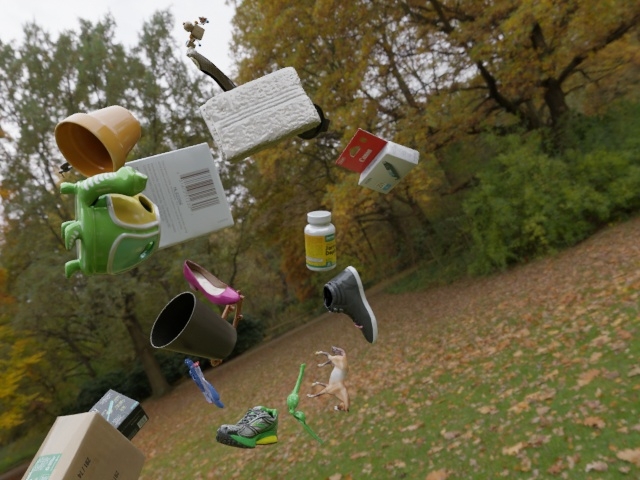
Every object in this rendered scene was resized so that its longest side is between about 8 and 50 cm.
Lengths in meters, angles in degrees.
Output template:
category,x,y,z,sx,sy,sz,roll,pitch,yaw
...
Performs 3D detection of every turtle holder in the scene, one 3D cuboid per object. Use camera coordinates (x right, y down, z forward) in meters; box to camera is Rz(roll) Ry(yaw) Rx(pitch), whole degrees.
category,x,y,z,sx,sy,sz,roll,pitch,yaw
turtle holder,-0.546,-0.060,1.189,0.227,0.320,0.243,-3,24,-31

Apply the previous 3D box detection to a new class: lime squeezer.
category,x,y,z,sx,sy,sz,roll,pitch,yaw
lime squeezer,-0.073,0.645,1.748,0.059,0.310,0.110,-20,-8,39

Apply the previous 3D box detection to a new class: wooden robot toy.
category,x,y,z,sx,sy,sz,roll,pitch,yaw
wooden robot toy,-0.457,-0.731,1.597,0.076,0.173,0.079,9,-10,46

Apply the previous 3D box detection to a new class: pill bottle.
category,x,y,z,sx,sy,sz,roll,pitch,yaw
pill bottle,0.000,0.000,1.701,0.118,0.208,0.117,-2,18,1

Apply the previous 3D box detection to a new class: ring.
category,x,y,z,sx,sy,sz,roll,pitch,yaw
ring,-0.392,0.380,1.963,0.032,0.336,0.336,16,-5,4

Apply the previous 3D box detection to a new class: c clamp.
category,x,y,z,sx,sy,sz,roll,pitch,yaw
c clamp,-0.883,-0.285,1.659,0.161,0.022,0.137,-30,4,-15

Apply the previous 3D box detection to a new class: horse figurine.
category,x,y,z,sx,sy,sz,roll,pitch,yaw
horse figurine,0.049,0.526,1.774,0.174,0.263,0.066,-4,-36,29

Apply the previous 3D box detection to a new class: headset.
category,x,y,z,sx,sy,sz,roll,pitch,yaw
headset,-0.104,-0.472,1.615,0.394,0.243,0.185,-31,-41,-67

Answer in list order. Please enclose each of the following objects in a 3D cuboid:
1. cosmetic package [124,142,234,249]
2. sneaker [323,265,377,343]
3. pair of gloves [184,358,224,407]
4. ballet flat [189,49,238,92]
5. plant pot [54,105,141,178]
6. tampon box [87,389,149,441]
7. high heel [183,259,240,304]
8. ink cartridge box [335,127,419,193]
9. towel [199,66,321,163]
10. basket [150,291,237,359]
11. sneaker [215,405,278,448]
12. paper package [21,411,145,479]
category,x,y,z,sx,sy,sz,roll,pitch,yaw
cosmetic package,-0.564,-0.163,1.799,0.327,0.329,0.394,-20,8,-16
sneaker,0.099,0.255,1.629,0.147,0.295,0.104,-23,6,-22
pair of gloves,-0.352,0.428,1.369,0.023,0.159,0.198,-30,6,-28
ballet flat,-0.310,-0.490,1.418,0.058,0.250,0.084,-50,28,3
plant pot,-0.665,-0.318,1.407,0.205,0.205,0.188,-32,21,42
tampon box,-0.740,0.644,1.661,0.161,0.101,0.120,11,40,27
high heel,-0.389,0.147,1.620,0.244,0.117,0.082,21,43,32
ink cartridge box,0.220,-0.314,1.868,0.261,0.066,0.296,18,-22,-11
towel,-0.158,-0.329,1.199,0.282,0.187,0.049,-25,-12,-8
basket,-0.396,0.297,1.490,0.204,0.154,0.227,-47,-47,4
sneaker,-0.283,0.721,1.770,0.134,0.146,0.343,-3,-16,25
paper package,-0.736,0.750,1.402,0.168,0.309,0.325,-16,33,14
